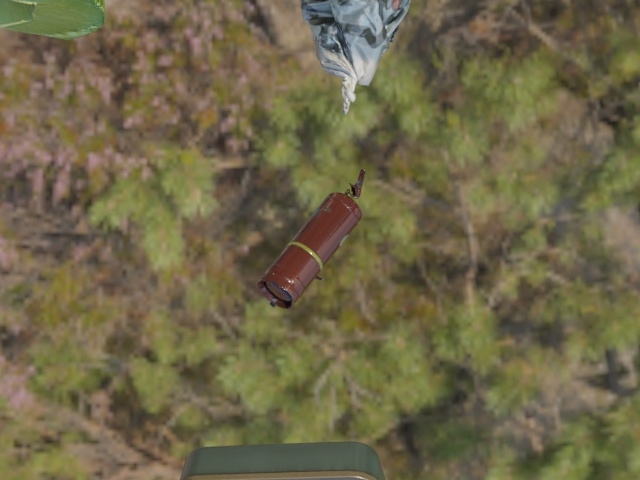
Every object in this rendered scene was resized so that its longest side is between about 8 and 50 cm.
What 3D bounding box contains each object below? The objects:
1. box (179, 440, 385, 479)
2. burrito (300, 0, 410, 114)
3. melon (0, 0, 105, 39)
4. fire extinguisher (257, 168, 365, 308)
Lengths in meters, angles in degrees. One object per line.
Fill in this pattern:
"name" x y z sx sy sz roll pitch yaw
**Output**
"box" -0.020 0.158 0.873 0.126 0.031 0.091 -4 137 12
"burrito" 0.031 -0.349 1.519 0.139 0.445 0.101 -12 165 24
"melon" -0.225 -0.203 1.096 0.118 0.064 0.209 -1 173 -5
"fire extinguisher" 0.000 0.000 1.217 0.039 0.132 0.056 31 153 16
